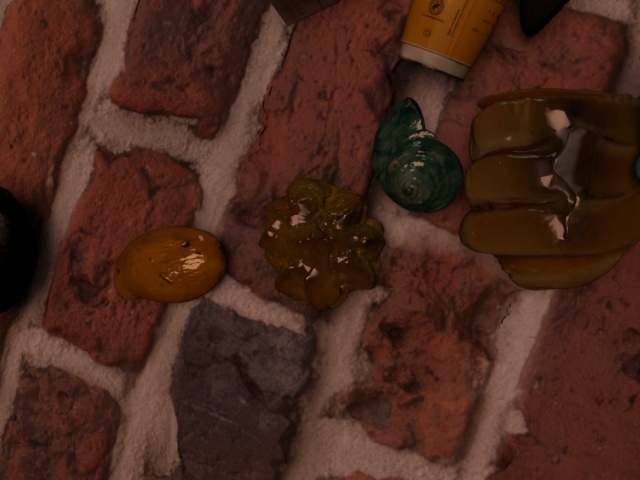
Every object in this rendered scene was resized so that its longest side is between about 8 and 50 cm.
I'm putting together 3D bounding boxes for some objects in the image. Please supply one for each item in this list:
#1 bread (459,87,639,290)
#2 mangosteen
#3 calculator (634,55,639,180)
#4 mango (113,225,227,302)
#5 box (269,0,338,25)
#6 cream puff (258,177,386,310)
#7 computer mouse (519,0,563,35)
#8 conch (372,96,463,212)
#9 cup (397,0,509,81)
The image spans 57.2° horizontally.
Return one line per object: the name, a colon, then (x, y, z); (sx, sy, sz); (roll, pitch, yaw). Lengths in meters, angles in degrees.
bread: (0.383, -0.083, 0.970); (0.301, 0.210, 0.341); (11, 91, 15)
mangosteen: (-0.740, 0.018, 1.194); (0.330, 0.330, 0.330); (0, 88, 13)
calculator: (0.615, -0.229, 0.890); (0.386, 0.054, 0.256); (-18, 113, -20)
mango: (-0.312, 0.053, 1.175); (0.262, 0.109, 0.157); (-14, 89, 14)
box: (0.012, -0.504, 1.097); (0.233, 0.149, 0.067); (-21, 87, 12)
cream puff: (0.003, 0.005, 1.080); (0.244, 0.196, 0.244); (-1, 114, -2)
computer mouse: (0.429, -0.480, 1.001); (0.086, 0.137, 0.269); (45, 104, 5)
conch: (0.163, -0.135, 1.035); (0.134, 0.202, 0.196); (-29, 116, 3)
cup: (0.246, -0.431, 1.016); (0.196, 0.196, 0.279); (25, 110, 13)
